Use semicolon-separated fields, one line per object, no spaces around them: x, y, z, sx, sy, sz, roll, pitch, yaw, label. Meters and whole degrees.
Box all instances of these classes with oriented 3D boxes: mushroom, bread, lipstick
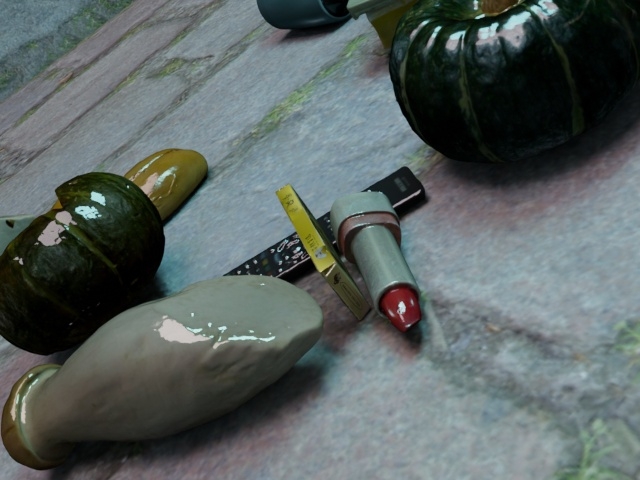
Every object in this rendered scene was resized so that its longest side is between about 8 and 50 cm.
-0.584;0.021;1.327;0.247;0.096;0.108;-21;57;26;mushroom
-0.157;0.122;0.734;0.350;0.128;0.128;-24;31;25;mushroom
-0.245;-0.074;1.153;0.189;0.077;0.114;-50;29;-22;bread
0.057;0.026;0.730;0.063;0.057;0.186;-6;35;-8;lipstick

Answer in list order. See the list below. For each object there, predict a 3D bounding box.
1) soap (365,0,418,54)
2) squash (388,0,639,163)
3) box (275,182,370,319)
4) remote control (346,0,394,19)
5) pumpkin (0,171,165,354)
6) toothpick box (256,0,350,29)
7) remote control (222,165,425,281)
0.202;-0.390;1.159;0.274;0.089;0.173;-21;34;22;soap
0.192;-0.186;0.791;0.252;0.165;0.252;-25;28;14;squash
0.001;0.008;0.763;0.020;0.073;0.149;-34;40;3;box
0.114;-0.419;1.163;0.123;0.038;0.285;-15;37;30;remote control
-0.284;0.031;0.946;0.238;0.159;0.238;-46;16;17;pumpkin
-0.022;-0.441;1.425;0.120;0.120;0.184;-46;35;-20;toothpick box
0.000;0.000;0.850;0.245;0.025;0.063;-31;31;4;remote control
